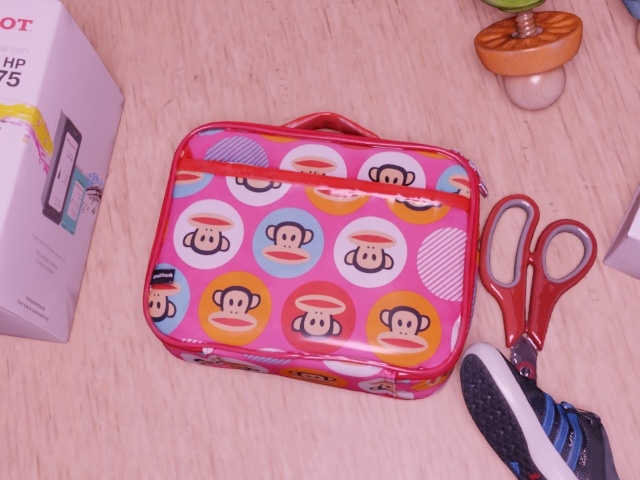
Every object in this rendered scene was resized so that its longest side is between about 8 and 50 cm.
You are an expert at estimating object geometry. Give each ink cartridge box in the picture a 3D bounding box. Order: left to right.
[{"bbox_3d":[-0.327,-0.066,0.846,0.198,0.197,0.270,7,73,7],"label":"ink cartridge box"}]

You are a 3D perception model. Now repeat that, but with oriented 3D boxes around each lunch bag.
[{"bbox_3d":[0.000,0.000,0.843,0.293,0.120,0.258,7,70,6],"label":"lunch bag"}]

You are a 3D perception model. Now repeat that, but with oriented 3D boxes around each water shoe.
[{"bbox_3d":[0.197,0.166,0.787,0.080,0.073,0.203,-31,87,-27],"label":"water shoe"}]

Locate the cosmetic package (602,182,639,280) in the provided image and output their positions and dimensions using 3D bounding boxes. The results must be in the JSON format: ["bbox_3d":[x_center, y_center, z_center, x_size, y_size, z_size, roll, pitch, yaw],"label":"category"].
[{"bbox_3d":[0.344,-0.081,0.837,0.060,0.099,0.239,26,78,13],"label":"cosmetic package"}]

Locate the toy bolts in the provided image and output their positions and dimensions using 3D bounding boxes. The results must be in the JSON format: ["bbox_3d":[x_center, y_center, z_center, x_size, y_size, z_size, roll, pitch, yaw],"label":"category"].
[{"bbox_3d":[0.262,-0.242,0.904,0.228,0.158,0.218,-11,32,12],"label":"toy bolts"}]

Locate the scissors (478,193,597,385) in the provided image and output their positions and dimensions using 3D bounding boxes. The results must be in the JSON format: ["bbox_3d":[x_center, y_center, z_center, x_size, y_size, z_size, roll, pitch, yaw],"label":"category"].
[{"bbox_3d":[0.178,0.102,0.840,0.109,0.021,0.297,16,77,3],"label":"scissors"}]
